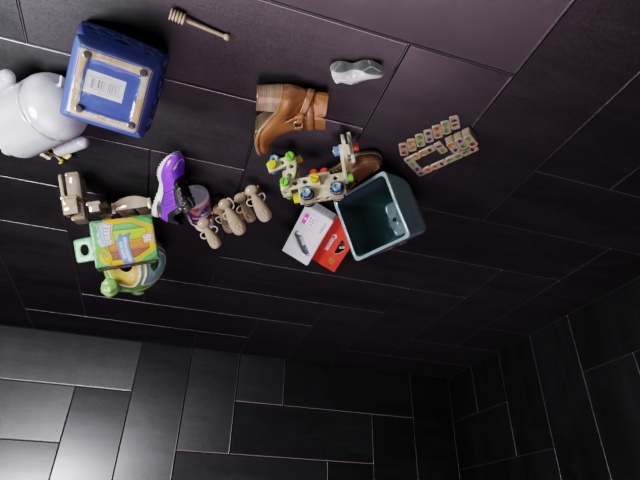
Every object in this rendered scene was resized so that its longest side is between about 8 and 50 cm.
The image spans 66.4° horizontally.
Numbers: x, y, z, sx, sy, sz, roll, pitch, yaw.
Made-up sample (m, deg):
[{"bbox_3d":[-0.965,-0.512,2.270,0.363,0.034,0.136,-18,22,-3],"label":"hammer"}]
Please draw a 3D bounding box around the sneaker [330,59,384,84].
[{"bbox_3d":[0.106,-0.476,1.394,0.152,0.053,0.061,4,157,7],"label":"sneaker"}]

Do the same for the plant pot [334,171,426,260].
[{"bbox_3d":[0.249,-0.091,1.815,0.248,0.247,0.252,-28,167,37],"label":"plant pot"}]

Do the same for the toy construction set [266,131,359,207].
[{"bbox_3d":[-0.015,-0.232,1.652,0.328,0.214,0.151,-15,157,16],"label":"toy construction set"}]

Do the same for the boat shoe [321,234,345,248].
[{"bbox_3d":[0.122,-0.014,2.054,0.303,0.114,0.091,2,128,19],"label":"boat shoe"}]

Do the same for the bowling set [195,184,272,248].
[{"bbox_3d":[-0.347,-0.111,1.899,0.287,0.200,0.154,-29,113,-6],"label":"bowling set"}]

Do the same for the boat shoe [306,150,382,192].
[{"bbox_3d":[0.086,-0.217,1.748,0.307,0.104,0.111,-21,141,31],"label":"boat shoe"}]

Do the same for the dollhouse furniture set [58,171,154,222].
[{"bbox_3d":[-0.734,-0.179,1.809,0.356,0.173,0.303,-10,176,-13],"label":"dollhouse furniture set"}]

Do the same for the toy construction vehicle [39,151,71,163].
[{"bbox_3d":[-0.927,-0.313,1.704,0.086,0.035,0.098,-31,139,24],"label":"toy construction vehicle"}]

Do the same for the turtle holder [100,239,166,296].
[{"bbox_3d":[-0.817,0.096,2.094,0.320,0.243,0.227,-22,167,-40],"label":"turtle holder"}]

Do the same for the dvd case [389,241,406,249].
[{"bbox_3d":[0.248,-0.012,2.149,0.165,0.018,0.221,-25,139,35],"label":"dvd case"}]

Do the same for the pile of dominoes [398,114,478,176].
[{"bbox_3d":[0.398,-0.305,1.659,0.251,0.040,0.196,-24,140,33],"label":"pile of dominoes"}]

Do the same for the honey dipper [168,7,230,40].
[{"bbox_3d":[-0.315,-0.562,1.287,0.161,0.030,0.030,16,145,-25],"label":"honey dipper"}]

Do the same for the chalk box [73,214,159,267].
[{"bbox_3d":[-0.790,0.017,1.890,0.289,0.180,0.179,-10,176,-23],"label":"chalk box"}]

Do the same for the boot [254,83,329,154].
[{"bbox_3d":[-0.095,-0.369,1.536,0.220,0.109,0.283,2,141,-9],"label":"boot"}]

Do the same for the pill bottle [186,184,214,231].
[{"bbox_3d":[-0.474,-0.120,1.918,0.108,0.108,0.193,1,148,1],"label":"pill bottle"}]

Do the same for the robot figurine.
[{"bbox_3d":[-0.838,-0.368,1.450,0.354,0.199,0.300,-15,142,24],"label":"robot figurine"}]

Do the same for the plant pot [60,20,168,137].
[{"bbox_3d":[-0.541,-0.410,1.281,0.236,0.212,0.235,15,112,-22],"label":"plant pot"}]

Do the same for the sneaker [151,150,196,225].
[{"bbox_3d":[-0.502,-0.175,1.746,0.146,0.102,0.293,32,128,11],"label":"sneaker"}]

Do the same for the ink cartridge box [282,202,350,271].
[{"bbox_3d":[0.000,0.000,1.999,0.239,0.060,0.275,32,129,1],"label":"ink cartridge box"}]
